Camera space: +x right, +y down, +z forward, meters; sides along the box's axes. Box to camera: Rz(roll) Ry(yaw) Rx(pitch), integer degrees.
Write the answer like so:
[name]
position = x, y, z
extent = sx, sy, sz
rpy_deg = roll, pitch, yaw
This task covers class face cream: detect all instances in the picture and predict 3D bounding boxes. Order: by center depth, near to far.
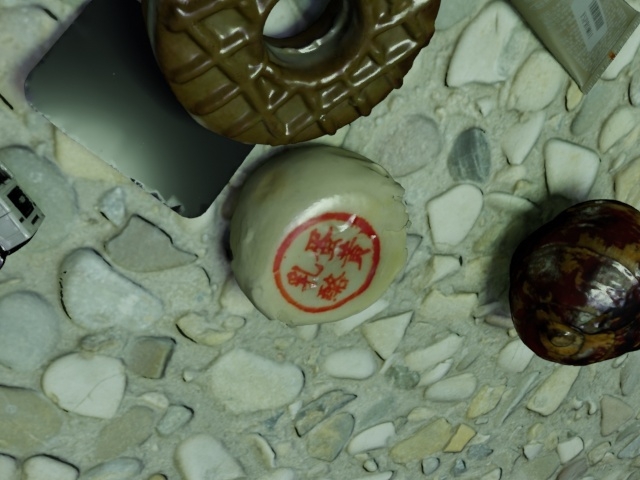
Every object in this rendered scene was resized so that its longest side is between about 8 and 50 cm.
[face cream]
position = 0.333, -0.328, 0.795
extent = 0.341, 0.084, 0.137
rpy_deg = 19, 111, -39

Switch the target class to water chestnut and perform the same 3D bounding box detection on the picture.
[water chestnut]
position = 0.437, 0.066, 0.955
extent = 0.289, 0.244, 0.289
rpy_deg = -12, 129, -15

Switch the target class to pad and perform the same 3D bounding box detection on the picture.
[pad]
position = -0.249, -0.092, 0.684
extent = 0.323, 0.055, 0.250
rpy_deg = -45, 124, 5

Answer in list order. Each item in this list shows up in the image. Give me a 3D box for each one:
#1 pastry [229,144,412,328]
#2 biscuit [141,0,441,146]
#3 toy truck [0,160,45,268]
[pastry]
position = 0.001, -0.002, 0.798
extent = 0.265, 0.133, 0.264
rpy_deg = -13, 123, -21
[biscuit]
position = -0.022, -0.243, 0.617
extent = 0.332, 0.103, 0.332
rpy_deg = -18, 144, -14
[toy truck]
position = -0.440, 0.005, 0.633
extent = 0.243, 0.101, 0.124
rpy_deg = -30, 113, -2
